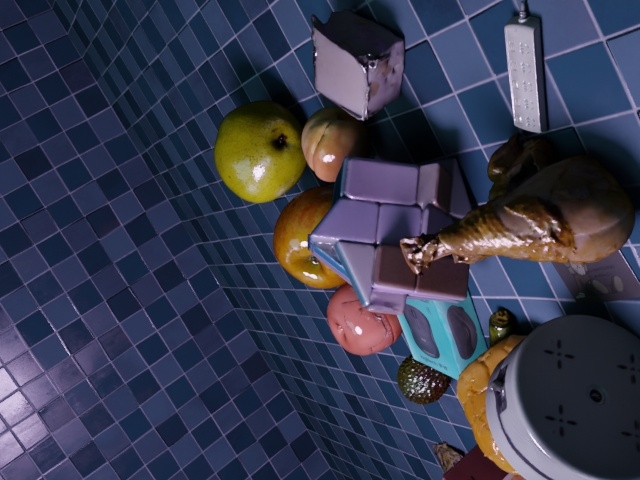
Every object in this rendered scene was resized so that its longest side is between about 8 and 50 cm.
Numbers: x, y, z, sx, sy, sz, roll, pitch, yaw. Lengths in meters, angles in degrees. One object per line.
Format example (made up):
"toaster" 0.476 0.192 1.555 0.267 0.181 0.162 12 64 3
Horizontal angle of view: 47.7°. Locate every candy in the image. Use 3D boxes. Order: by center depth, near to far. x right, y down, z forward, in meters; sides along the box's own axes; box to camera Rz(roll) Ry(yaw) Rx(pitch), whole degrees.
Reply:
"candy" 0.078 -0.382 1.557 0.195 0.137 0.185 39 152 29

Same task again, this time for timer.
"timer" 0.135 0.217 2.123 0.229 0.215 0.229 43 154 27

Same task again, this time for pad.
"pad" 0.543 0.068 1.433 0.127 0.004 0.190 57 156 -3

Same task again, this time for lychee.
"lychee" 0.306 0.396 2.123 0.171 0.171 0.171 42 153 28

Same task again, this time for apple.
"apple" 0.000 0.000 2.035 0.301 0.301 0.301 42 153 28

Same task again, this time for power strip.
"power strip" 0.362 -0.295 1.272 0.060 0.027 0.253 28 144 46
"power strip" 0.496 0.322 1.420 0.357 0.357 0.161 48 153 17

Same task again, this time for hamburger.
"hamburger" 0.449 0.383 1.660 0.158 0.318 0.318 18 179 -34

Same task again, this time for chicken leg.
"chicken leg" 0.341 -0.058 1.335 0.182 0.409 0.295 44 -148 -54

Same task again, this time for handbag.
"handbag" 0.496 0.657 1.942 0.260 0.275 0.084 42 151 24

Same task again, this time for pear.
"pear" -0.164 -0.248 2.026 0.294 0.294 0.294 42 153 28

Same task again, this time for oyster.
"oyster" 0.454 0.773 2.413 0.166 0.094 0.294 54 164 -17

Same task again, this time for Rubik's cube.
"Rubik's cube" 0.157 -0.013 1.642 0.387 0.368 0.358 105 173 -84

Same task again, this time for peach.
"peach" 0.038 -0.233 1.786 0.184 0.184 0.184 42 153 28

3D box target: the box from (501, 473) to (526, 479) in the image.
"box" 0.533 0.592 1.676 0.204 0.365 0.051 44 158 23

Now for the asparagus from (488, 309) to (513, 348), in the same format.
"asparagus" 0.452 0.285 1.811 0.067 0.060 0.278 39 152 46

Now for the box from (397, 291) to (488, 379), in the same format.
"box" 0.303 0.200 1.911 0.205 0.118 0.311 17 136 52
